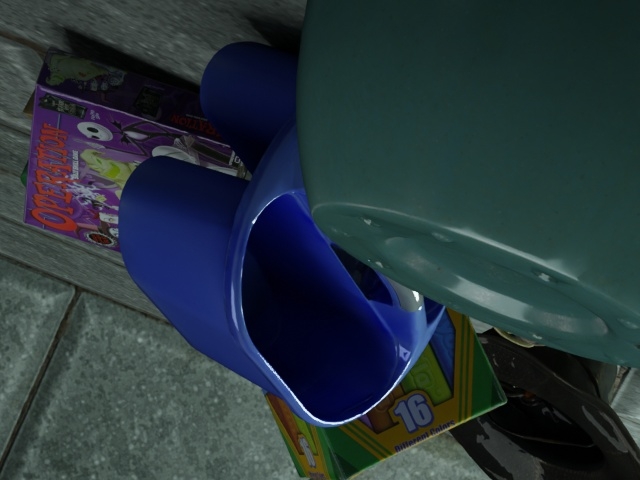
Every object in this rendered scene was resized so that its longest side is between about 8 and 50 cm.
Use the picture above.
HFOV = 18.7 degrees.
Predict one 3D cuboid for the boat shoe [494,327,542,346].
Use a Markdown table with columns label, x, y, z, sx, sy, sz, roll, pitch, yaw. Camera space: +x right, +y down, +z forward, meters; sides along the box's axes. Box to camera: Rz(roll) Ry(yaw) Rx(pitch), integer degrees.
| label | x | y | z | sx | sy | sz | roll | pitch | yaw |
| --- | --- | --- | --- | --- | --- | --- | --- | --- | --- |
| boat shoe | 0.204 | 0.047 | 1.753 | 0.116 | 0.096 | 0.324 | 31 | 167 | -39 |

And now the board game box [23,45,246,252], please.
| label | x | y | z | sx | sy | sz | roll | pitch | yaw |
| --- | --- | --- | --- | --- | --- | --- | --- | --- | --- |
| board game box | -0.181 | -0.066 | 1.903 | 0.208 | 0.056 | 0.347 | 21 | 157 | -1 |

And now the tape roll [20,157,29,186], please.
| label | x | y | z | sx | sy | sz | roll | pitch | yaw |
| --- | --- | --- | --- | --- | --- | --- | --- | --- | --- |
| tape roll | -0.180 | -0.038 | 2.219 | 0.321 | 0.077 | 0.321 | 22 | 169 | 4 |

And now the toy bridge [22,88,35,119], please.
| label | x | y | z | sx | sy | sz | roll | pitch | yaw |
| --- | --- | --- | --- | --- | --- | --- | --- | --- | --- |
| toy bridge | -0.219 | -0.108 | 1.974 | 0.026 | 0.063 | 0.188 | 12 | 161 | 44 |

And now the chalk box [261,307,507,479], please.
| label | x | y | z | sx | sy | sz | roll | pitch | yaw |
| --- | --- | --- | --- | --- | --- | --- | --- | --- | --- |
| chalk box | 0.018 | 0.060 | 1.837 | 0.289 | 0.179 | 0.180 | 65 | 166 | 0 |

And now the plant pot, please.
| label | x | y | z | sx | sy | sz | roll | pitch | yaw |
| --- | --- | --- | --- | --- | --- | --- | --- | --- | --- |
| plant pot | 0.123 | -0.080 | 0.892 | 0.293 | 0.235 | 0.293 | 22 | 170 | 4 |

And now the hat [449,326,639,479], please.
| label | x | y | z | sx | sy | sz | roll | pitch | yaw |
| --- | --- | --- | --- | --- | --- | --- | --- | --- | --- |
| hat | 0.253 | 0.165 | 2.156 | 0.331 | 0.134 | 0.331 | 27 | 153 | 15 |

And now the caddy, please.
| label | x | y | z | sx | sy | sz | roll | pitch | yaw |
| --- | --- | --- | --- | --- | --- | --- | --- | --- | --- |
| caddy | 0.000 | 0.000 | 1.526 | 0.179 | 0.241 | 0.341 | 25 | 164 | 31 |
